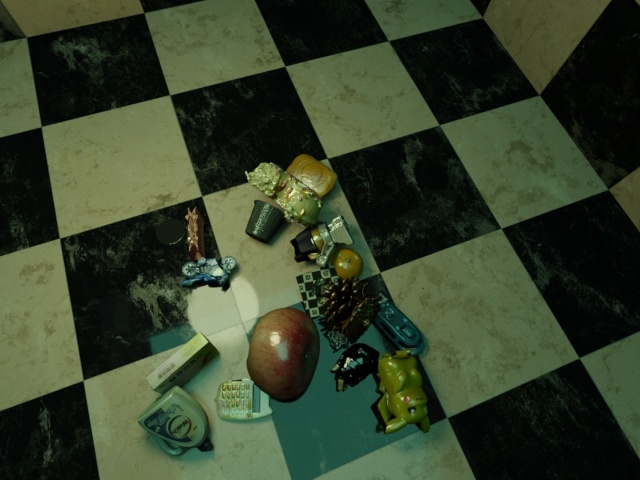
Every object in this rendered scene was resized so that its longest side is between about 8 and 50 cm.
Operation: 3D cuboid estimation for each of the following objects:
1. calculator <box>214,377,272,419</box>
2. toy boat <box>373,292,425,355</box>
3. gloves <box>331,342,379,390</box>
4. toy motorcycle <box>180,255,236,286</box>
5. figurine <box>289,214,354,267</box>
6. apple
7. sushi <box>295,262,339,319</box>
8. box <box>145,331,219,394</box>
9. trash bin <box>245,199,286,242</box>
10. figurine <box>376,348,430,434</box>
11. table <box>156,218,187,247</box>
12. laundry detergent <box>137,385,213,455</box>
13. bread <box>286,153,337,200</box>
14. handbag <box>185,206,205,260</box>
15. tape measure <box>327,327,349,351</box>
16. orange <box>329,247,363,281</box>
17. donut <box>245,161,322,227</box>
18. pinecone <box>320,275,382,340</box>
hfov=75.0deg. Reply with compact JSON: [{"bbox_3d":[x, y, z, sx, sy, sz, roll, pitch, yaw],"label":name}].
[{"bbox_3d":[-0.309,0.638,1.682,0.236,0.033,0.157,-1,68,-1],"label":"calculator"},{"bbox_3d":[0.335,0.367,1.806,0.134,0.092,0.299,-40,74,-21],"label":"toy boat"},{"bbox_3d":[0.135,0.527,1.718,0.164,0.124,0.203,18,58,24],"label":"gloves"},{"bbox_3d":[-0.496,0.146,1.853,0.254,0.092,0.136,-8,76,3],"label":"toy motorcycle"},{"bbox_3d":[-0.001,-0.004,1.886,0.308,0.308,0.143,-30,113,-15],"label":"figurine"},{"bbox_3d":[-0.156,0.432,1.633,0.269,0.345,0.345,6,65,22],"label":"apple"},{"bbox_3d":[0.003,0.222,1.848,0.192,0.040,0.210,-21,98,-6],"label":"sushi"},{"bbox_3d":[-0.537,0.493,1.649,0.260,0.175,0.062,-40,66,-18],"label":"box"},{"bbox_3d":[-0.262,-0.078,1.931,0.175,0.175,0.161,24,81,7],"label":"trash bin"},{"bbox_3d":[0.322,0.603,1.658,0.218,0.169,0.327,-1,58,-29],"label":"figurine"},{"bbox_3d":[-0.691,-0.034,1.940,0.133,0.043,0.134,1,67,-2],"label":"table"},{"bbox_3d":[-0.527,0.711,1.581,0.214,0.105,0.281,-38,101,2],"label":"laundry detergent"},{"bbox_3d":[-0.044,-0.309,2.056,0.245,0.121,0.174,37,69,10],"label":"bread"},{"bbox_3d":[-0.564,-0.027,1.882,0.059,0.157,0.213,-6,68,-6],"label":"handbag"},{"bbox_3d":[0.081,0.418,1.787,0.091,0.054,0.094,-15,74,-13],"label":"tape measure"},{"bbox_3d":[0.117,0.109,1.883,0.156,0.124,0.156,-1,67,1],"label":"orange"},{"bbox_3d":[-0.136,-0.203,1.881,0.371,0.307,0.150,42,101,29],"label":"donut"},{"bbox_3d":[0.120,0.260,1.727,0.263,0.264,0.264,1,67,-3],"label":"pinecone"}]
